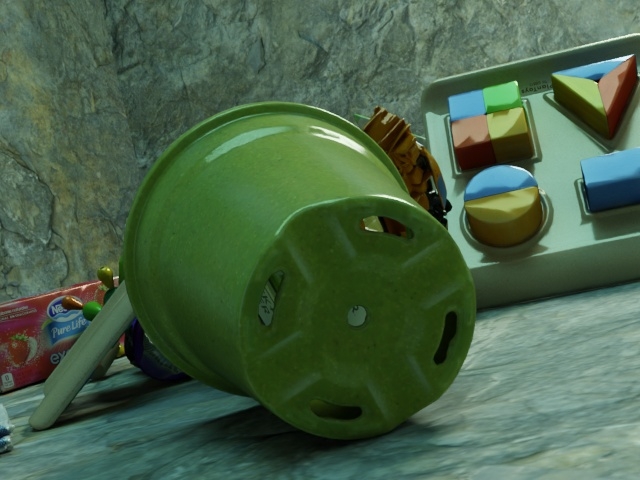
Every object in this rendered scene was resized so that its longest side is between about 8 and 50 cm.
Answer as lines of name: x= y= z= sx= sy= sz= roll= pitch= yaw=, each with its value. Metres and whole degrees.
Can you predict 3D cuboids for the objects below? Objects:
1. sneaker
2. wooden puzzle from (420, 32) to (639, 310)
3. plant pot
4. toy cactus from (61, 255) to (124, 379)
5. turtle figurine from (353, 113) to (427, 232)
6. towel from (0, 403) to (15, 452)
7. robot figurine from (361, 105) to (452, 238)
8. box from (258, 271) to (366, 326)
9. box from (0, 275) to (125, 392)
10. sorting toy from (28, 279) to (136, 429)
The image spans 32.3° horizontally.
sneaker: x=-0.198 y=0.123 z=1.412 sx=0.146 sy=0.102 sz=0.293 roll=-48 pitch=12 yaw=19
wooden puzzle: x=0.293 y=-0.103 z=1.372 sx=0.322 sy=0.347 sz=0.080 roll=-12 pitch=-34 yaw=11
plant pot: x=-0.006 y=0.035 z=0.892 sx=0.276 sy=0.276 sz=0.254 roll=-13 pitch=15 yaw=-14
toy cactus: x=-0.301 y=0.113 z=1.527 sx=0.219 sy=0.112 sz=0.180 roll=-52 pitch=18 yaw=31
turtle figurine: x=0.047 y=-0.043 z=1.598 sx=0.198 sy=0.266 sz=0.274 roll=20 pitch=6 yaw=-4
towel: x=-0.451 y=0.219 z=1.110 sx=0.285 sy=0.034 sz=0.209 roll=-13 pitch=2 yaw=-17
robot figurine: x=0.070 y=-0.001 z=1.221 sx=0.211 sy=0.291 sz=0.085 roll=-46 pitch=54 yaw=-13
box: x=-0.068 y=0.055 z=1.177 sx=0.087 sy=0.169 sz=0.290 roll=-34 pitch=13 yaw=-25
box: x=-0.412 y=0.139 z=1.654 sx=0.128 sy=0.122 sz=0.257 roll=-11 pitch=3 yaw=44
sorting toy: x=-0.254 y=0.123 z=1.259 sx=0.193 sy=0.038 sz=0.208 roll=-53 pitch=10 yaw=-5
